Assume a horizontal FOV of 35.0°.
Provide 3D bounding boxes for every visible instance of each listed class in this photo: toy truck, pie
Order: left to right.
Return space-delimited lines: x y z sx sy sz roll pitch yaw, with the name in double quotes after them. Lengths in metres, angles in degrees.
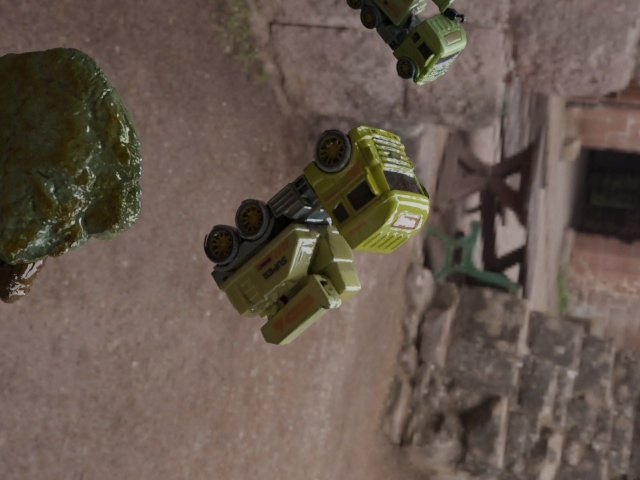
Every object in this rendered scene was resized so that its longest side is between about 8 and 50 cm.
-0.342 -0.089 1.187 0.257 0.274 0.105 60 11 4 "pie"
0.000 0.000 1.175 0.124 0.272 0.157 6 50 -58 "toy truck"
0.112 -0.287 1.266 0.077 0.169 0.100 -28 169 -40 "toy truck"

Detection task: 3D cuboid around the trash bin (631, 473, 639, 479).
0.311 0.416 1.030 0.280 0.432 0.280 47 16 -18 "trash bin"
